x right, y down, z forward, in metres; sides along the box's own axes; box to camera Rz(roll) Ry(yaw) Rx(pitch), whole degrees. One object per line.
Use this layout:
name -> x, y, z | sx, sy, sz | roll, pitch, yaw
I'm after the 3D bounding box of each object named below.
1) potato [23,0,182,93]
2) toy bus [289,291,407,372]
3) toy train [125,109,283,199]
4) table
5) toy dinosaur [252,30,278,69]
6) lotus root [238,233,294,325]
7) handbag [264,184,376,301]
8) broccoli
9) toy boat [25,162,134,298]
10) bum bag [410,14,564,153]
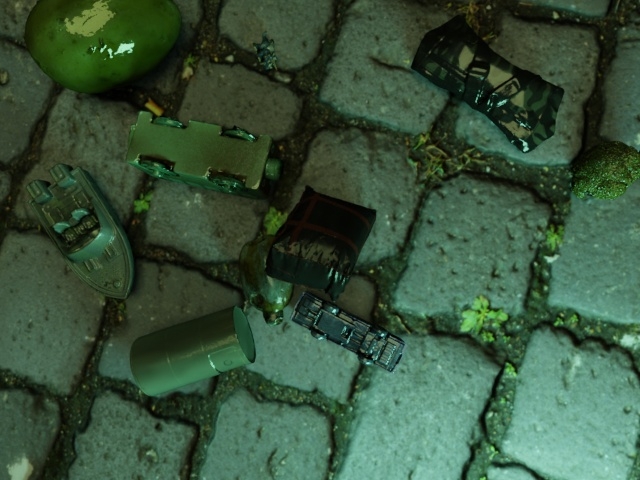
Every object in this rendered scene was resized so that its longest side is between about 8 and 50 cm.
potato -> -0.444, -0.434, 0.940 | 0.304, 0.216, 0.215 | -34, 86, -8
toy bus -> 0.058, 0.182, 0.936 | 0.237, 0.094, 0.079 | 26, 96, 6
toy train -> -0.230, -0.168, 0.939 | 0.327, 0.159, 0.129 | 12, 86, 8
table -> -0.259, 0.226, 0.936 | 0.220, 0.126, 0.126 | -19, 86, 2
toy dinosaur -> -0.120, -0.419, 1.004 | 0.047, 0.030, 0.083 | -19, 87, 1
lotus root -> -0.111, 0.085, 0.954 | 0.113, 0.088, 0.192 | -12, 88, 19
handbag -> 0.000, 0.000, 0.897 | 0.169, 0.155, 0.215 | 25, 46, 3
broccoli -> 0.579, -0.138, 0.915 | 0.120, 0.130, 0.131 | 34, 72, -31
toy boat -> -0.501, -0.009, 0.977 | 0.141, 0.092, 0.319 | -34, 87, 3
bum bag -> 0.353, -0.330, 0.942 | 0.340, 0.095, 0.144 | 39, 105, 6
